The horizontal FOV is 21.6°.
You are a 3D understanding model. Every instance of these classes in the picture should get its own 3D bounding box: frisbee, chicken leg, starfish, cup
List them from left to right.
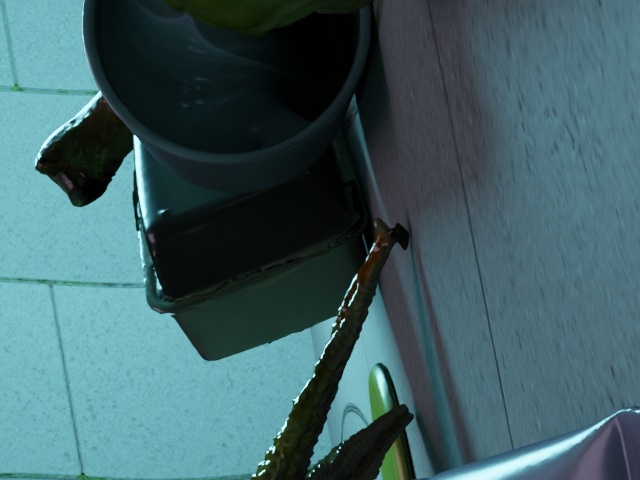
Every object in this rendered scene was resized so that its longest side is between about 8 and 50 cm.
[{"bbox_3d":[-0.162,-0.190,1.706,0.140,0.361,0.211,49,-178,36],"label":"chicken leg"},{"bbox_3d":[-0.070,-0.147,1.332,0.312,0.205,0.205,115,145,-86],"label":"cup"},{"bbox_3d":[0.005,0.209,1.210,0.383,0.132,0.398,-64,-35,-30],"label":"starfish"},{"bbox_3d":[0.075,0.236,1.652,0.236,0.017,0.236,170,90,-86],"label":"frisbee"}]

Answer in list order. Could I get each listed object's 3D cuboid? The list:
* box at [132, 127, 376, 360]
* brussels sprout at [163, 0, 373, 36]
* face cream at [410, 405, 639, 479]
[{"bbox_3d":[-0.070,-0.038,1.611,0.290,0.221,0.166,-106,-6,-55],"label":"box"},{"bbox_3d":[-0.036,-0.210,0.860,0.223,0.161,0.223,162,90,-86],"label":"brussels sprout"},{"bbox_3d":[0.085,0.141,0.658,0.274,0.096,0.154,161,102,-74],"label":"face cream"}]
